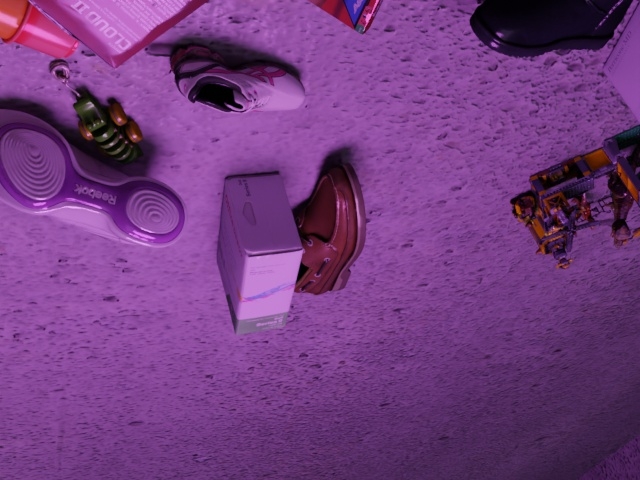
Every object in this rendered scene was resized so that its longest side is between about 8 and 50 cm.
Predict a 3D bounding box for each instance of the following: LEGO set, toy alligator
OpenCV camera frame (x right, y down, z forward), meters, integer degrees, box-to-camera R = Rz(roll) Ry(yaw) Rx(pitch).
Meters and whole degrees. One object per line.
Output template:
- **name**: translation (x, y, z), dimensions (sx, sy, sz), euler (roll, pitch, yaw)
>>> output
- **LEGO set**: translation (0.531, -0.044, 1.378), dimensions (0.331, 0.192, 0.255), euler (-19, 145, 0)
- **toy alligator**: translation (-0.278, -0.147, 0.978), dimensions (0.056, 0.051, 0.190), euler (-25, 145, 8)

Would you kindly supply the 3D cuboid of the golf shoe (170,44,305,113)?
- **golf shoe**: translation (-0.098, -0.186, 0.983), dimensions (0.186, 0.086, 0.067), euler (4, 138, -32)

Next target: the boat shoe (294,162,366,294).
- **boat shoe**: translation (0.000, 0.000, 1.258), dimensions (0.104, 0.111, 0.307), euler (-10, 144, -15)

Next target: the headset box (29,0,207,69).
- **headset box**: translation (-0.143, -0.309, 0.677), dimensions (0.293, 0.218, 0.110), euler (-31, 143, 15)

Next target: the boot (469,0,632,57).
- **boot**: translation (0.327, -0.336, 0.967), dimensions (0.246, 0.094, 0.207), euler (-8, 148, -27)

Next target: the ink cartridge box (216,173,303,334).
- **ink cartridge box**: translation (-0.099, 0.023, 1.204), dimensions (0.093, 0.154, 0.212), euler (-8, 143, -16)

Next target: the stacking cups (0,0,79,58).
- **stacking cups**: translation (-0.380, -0.256, 0.741), dimensions (0.316, 0.096, 0.096), euler (17, 131, -40)

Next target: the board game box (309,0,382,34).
- **board game box**: translation (0.042, -0.363, 0.781), dimensions (0.145, 0.027, 0.281), euler (34, 134, 5)

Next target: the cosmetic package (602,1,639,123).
- **cosmetic package**: translation (0.540, -0.254, 1.070), dimensions (0.138, 0.225, 0.224), euler (-5, 143, -15)

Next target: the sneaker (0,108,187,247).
- **sneaker**: translation (-0.333, -0.063, 1.008), dimensions (0.305, 0.114, 0.152), euler (29, 162, -27)
